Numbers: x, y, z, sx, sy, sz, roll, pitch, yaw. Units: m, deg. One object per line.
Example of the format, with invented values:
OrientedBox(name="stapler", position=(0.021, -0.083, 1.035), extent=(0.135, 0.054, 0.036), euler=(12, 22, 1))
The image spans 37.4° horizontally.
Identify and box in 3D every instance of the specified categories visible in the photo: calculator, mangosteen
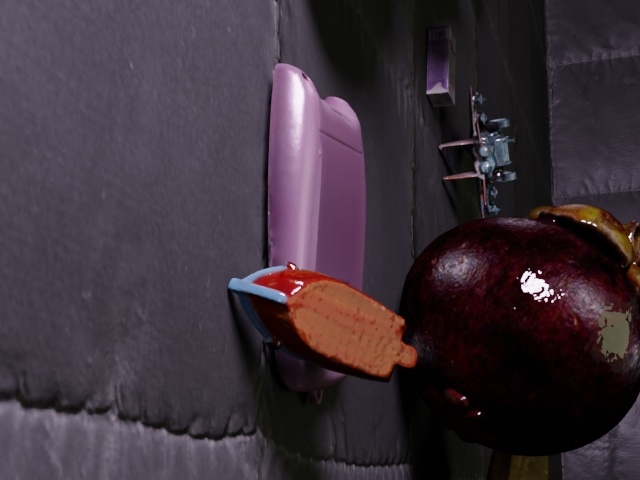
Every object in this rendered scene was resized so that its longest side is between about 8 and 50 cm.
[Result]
OrientedBox(name="calculator", position=(0.002, 0.000, 0.851), extent=(0.194, 0.043, 0.294), euler=(14, 75, -71))
OrientedBox(name="mangosteen", position=(0.261, 0.091, 1.140), extent=(0.347, 0.307, 0.307), euler=(-45, 137, -22))

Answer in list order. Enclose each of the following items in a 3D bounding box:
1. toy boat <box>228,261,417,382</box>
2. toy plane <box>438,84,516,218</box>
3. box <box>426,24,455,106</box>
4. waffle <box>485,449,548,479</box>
OrientedBox(name="toy boat", position=(0.002, 0.065, 0.743), extent=(0.173, 0.059, 0.069), euler=(27, 76, -38))
OrientedBox(name="toy plane", position=(0.275, -0.154, 1.586), extent=(0.326, 0.104, 0.222), euler=(-38, 121, -68))
OrientedBox(name="box", position=(0.185, -0.266, 1.446), extent=(0.050, 0.036, 0.117), euler=(38, 51, -64))
OrientedBox(name="waffle", position=(0.240, 0.398, 1.278), extent=(0.304, 0.078, 0.348), euler=(-53, 154, -65))
